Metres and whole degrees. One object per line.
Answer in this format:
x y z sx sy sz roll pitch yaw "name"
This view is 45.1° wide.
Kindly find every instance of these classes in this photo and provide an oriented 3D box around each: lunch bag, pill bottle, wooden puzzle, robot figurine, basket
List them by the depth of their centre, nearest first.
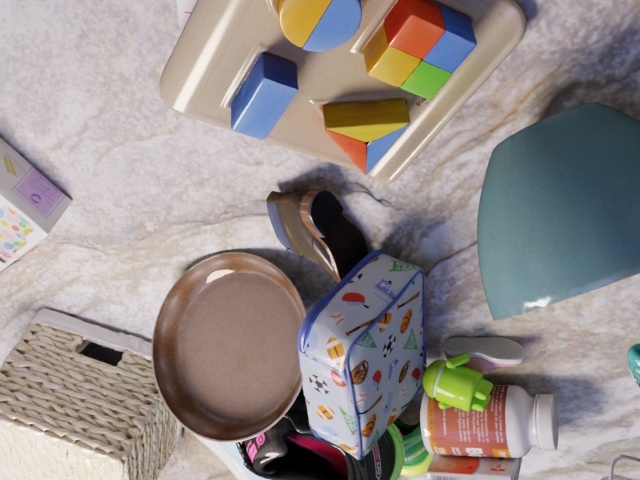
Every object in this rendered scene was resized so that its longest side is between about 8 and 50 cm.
0.018 -0.206 0.919 0.348 0.080 0.322 19 137 -22 "wooden puzzle"
0.078 0.177 1.200 0.115 0.243 0.303 22 138 28 "lunch bag"
0.217 0.233 1.245 0.115 0.067 0.101 17 124 23 "robot figurine"
0.288 0.307 1.310 0.216 0.121 0.121 -4 129 23 "pill bottle"
-0.467 0.365 1.535 0.329 0.266 0.331 18 132 5 "basket"

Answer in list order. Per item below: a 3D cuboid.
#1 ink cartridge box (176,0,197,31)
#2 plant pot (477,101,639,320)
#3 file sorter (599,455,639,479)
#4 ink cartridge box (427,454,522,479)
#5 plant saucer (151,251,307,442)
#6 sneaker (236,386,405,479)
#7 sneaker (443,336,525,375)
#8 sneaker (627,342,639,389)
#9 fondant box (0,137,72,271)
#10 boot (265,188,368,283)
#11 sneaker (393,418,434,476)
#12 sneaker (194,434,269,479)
-0.113 -0.318 0.930 0.116 0.067 0.198 10 132 9 "ink cartridge box"
0.305 -0.047 0.916 0.290 0.290 0.195 -27 81 36 "plant pot"
0.563 0.549 1.385 0.173 0.192 0.277 15 134 11 "file sorter"
0.279 0.378 1.354 0.146 0.179 0.045 -5 108 23 "ink cartridge box"
-0.144 0.175 1.276 0.311 0.310 0.050 -8 166 26 "plant saucer"
-0.083 0.288 1.333 0.483 0.202 0.185 29 125 15 "sneaker"
0.273 0.198 1.267 0.134 0.051 0.070 1 128 28 "sneaker"
0.578 0.165 1.100 0.275 0.107 0.110 -24 109 34 "sneaker"
-0.622 -0.053 1.330 0.330 0.096 0.238 -27 117 37 "fondant box"
0.000 0.000 1.189 0.106 0.082 0.219 12 142 40 "boot"
0.077 0.357 1.463 0.296 0.109 0.123 5 104 21 "sneaker"
-0.109 0.405 1.531 0.366 0.135 0.150 41 135 -18 "sneaker"
